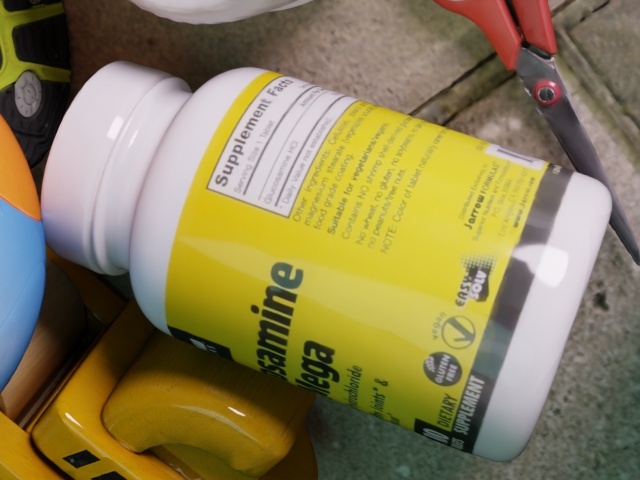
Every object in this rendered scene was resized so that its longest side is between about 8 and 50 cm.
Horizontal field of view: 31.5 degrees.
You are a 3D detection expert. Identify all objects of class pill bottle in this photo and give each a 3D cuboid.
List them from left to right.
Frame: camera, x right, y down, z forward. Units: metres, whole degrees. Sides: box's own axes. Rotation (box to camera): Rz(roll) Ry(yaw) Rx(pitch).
[{"bbox_3d":[0.000,0.000,0.735,0.333,0.188,0.188,20,123,12],"label":"pill bottle"}]

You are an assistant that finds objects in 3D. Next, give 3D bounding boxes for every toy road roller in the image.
[{"bbox_3d":[-0.141,0.112,0.848,0.329,0.202,0.240,40,124,-8],"label":"toy road roller"}]

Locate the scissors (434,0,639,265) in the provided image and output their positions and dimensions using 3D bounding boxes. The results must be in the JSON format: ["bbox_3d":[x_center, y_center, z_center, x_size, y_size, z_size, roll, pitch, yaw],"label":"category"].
[{"bbox_3d":[0.129,-0.110,0.726,0.109,0.021,0.297,-8,115,24],"label":"scissors"}]

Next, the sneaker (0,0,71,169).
[{"bbox_3d":[-0.308,-0.199,0.758,0.147,0.145,0.385,-4,133,32],"label":"sneaker"}]

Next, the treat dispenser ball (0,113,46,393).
[{"bbox_3d":[-0.306,0.008,0.655,0.288,0.288,0.288,10,121,17],"label":"treat dispenser ball"}]

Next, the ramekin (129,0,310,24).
[{"bbox_3d":[-0.065,-0.227,0.673,0.207,0.109,0.207,13,121,22],"label":"ramekin"}]
